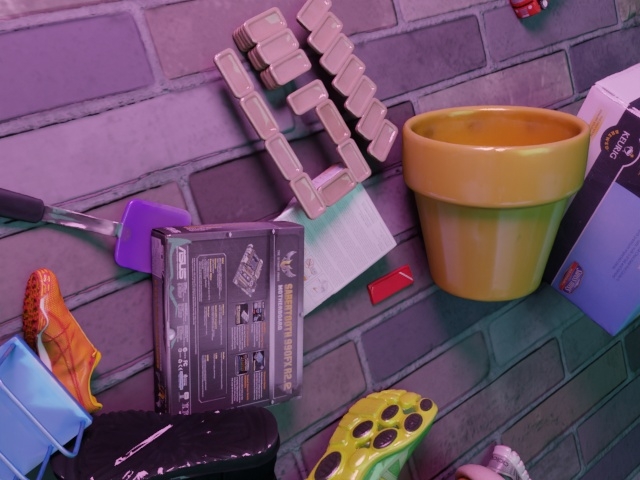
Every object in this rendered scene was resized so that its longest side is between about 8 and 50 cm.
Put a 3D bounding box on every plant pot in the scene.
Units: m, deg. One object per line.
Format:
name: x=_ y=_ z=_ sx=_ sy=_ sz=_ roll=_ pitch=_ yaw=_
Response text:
plant pot: x=0.245 y=-0.053 z=0.925 sx=0.253 sy=0.254 sz=0.239 roll=-19 pitch=117 yaw=-32

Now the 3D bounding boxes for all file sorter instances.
file sorter: x=-0.324 y=0.196 z=0.592 sx=0.170 sy=0.104 sz=0.118 roll=-37 pitch=103 yaw=-7

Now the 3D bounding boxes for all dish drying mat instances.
dish drying mat: x=0.107 y=0.066 z=0.965 sx=0.083 sy=0.008 sz=0.032 roll=-25 pitch=106 yaw=-30

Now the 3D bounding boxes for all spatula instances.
spatula: x=-0.277 y=-0.024 z=0.693 sx=0.296 sy=0.030 sz=0.084 roll=15 pitch=86 yaw=-33

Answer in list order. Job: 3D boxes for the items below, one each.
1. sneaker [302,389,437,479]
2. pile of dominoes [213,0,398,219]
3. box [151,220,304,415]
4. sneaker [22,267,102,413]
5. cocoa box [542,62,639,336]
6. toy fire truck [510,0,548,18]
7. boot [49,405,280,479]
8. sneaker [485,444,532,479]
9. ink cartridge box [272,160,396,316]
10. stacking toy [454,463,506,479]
sneaker: x=0.057 y=0.330 z=0.903 sx=0.295 sy=0.109 sz=0.124 roll=-43 pitch=136 yaw=-27
pile of dominoes: x=-0.014 y=-0.180 z=0.838 sx=0.196 sy=0.040 sz=0.251 roll=-37 pitch=104 yaw=-27
box: x=-0.110 y=0.095 z=0.782 sx=0.183 sy=0.056 sz=0.231 roll=-6 pitch=101 yaw=-34
sneaker: x=-0.276 y=0.110 z=0.687 sx=0.067 sy=0.064 sz=0.175 roll=-17 pitch=112 yaw=-36
cocoa box: x=0.500 y=-0.069 z=0.993 sx=0.231 sy=0.228 sz=0.347 roll=-26 pitch=146 yaw=-31
toy fire truck: x=0.374 y=-0.491 z=1.098 sx=0.192 sy=0.047 sz=0.135 roll=-49 pitch=116 yaw=-21
boot: x=-0.159 y=0.289 z=0.725 sx=0.246 sy=0.094 sz=0.207 roll=-4 pitch=125 yaw=-8
sneaker: x=0.330 y=0.436 z=1.098 sx=0.074 sy=0.063 sz=0.170 roll=-39 pitch=107 yaw=-26
ink cartridge box: x=0.000 y=0.000 z=0.885 sx=0.179 sy=0.045 sz=0.145 roll=-36 pitch=112 yaw=-8
stacking toy: x=0.131 y=0.574 z=0.883 sx=0.479 sy=0.350 sz=0.351 roll=-28 pitch=108 yaw=-10
